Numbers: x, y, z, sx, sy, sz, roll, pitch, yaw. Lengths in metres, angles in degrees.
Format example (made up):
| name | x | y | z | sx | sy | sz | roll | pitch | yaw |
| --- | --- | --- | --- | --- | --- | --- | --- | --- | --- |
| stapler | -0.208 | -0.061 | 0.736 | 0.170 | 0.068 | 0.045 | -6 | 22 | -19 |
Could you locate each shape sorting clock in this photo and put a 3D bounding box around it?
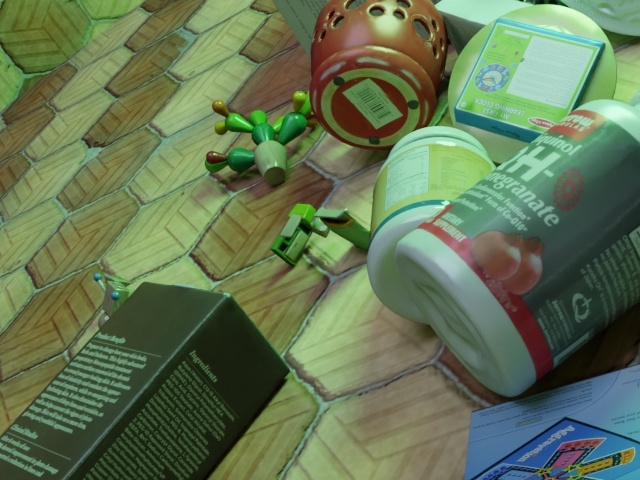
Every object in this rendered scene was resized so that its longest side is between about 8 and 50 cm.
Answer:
| name | x | y | z | sx | sy | sz | roll | pitch | yaw |
| --- | --- | --- | --- | --- | --- | --- | --- | --- | --- |
| shape sorting clock | 0.250 | -0.184 | 1.404 | 0.206 | 0.040 | 0.206 | -10 | 66 | 23 |

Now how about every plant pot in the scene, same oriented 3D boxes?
| name | x | y | z | sx | sy | sz | roll | pitch | yaw |
| --- | --- | --- | --- | --- | --- | --- | --- | --- | --- |
| plant pot | 0.073 | -0.230 | 1.609 | 0.191 | 0.191 | 0.174 | -19 | 37 | 29 |

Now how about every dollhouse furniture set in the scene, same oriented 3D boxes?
| name | x | y | z | sx | sy | sz | roll | pitch | yaw |
| --- | --- | --- | --- | --- | --- | --- | --- | --- | --- |
| dollhouse furniture set | 0.000 | 0.000 | 1.458 | 0.152 | 0.076 | 0.058 | 7 | 62 | 55 |

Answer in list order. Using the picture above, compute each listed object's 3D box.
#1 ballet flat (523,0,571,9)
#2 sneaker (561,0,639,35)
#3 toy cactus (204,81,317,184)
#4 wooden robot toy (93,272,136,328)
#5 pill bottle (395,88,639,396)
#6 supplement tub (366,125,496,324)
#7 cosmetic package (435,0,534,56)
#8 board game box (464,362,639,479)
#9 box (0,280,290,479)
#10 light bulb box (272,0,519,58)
| name | x | y | z | sx | sy | sz | roll | pitch | yaw |
| --- | --- | --- | --- | --- | --- | --- | --- | --- | --- |
| ballet flat | 0.313 | -0.364 | 1.681 | 0.070 | 0.070 | 0.188 | -29 | 26 | 14 |
| sneaker | 0.397 | -0.386 | 1.549 | 0.236 | 0.130 | 0.323 | -28 | 43 | -33 |
| toy cactus | -0.082 | -0.156 | 1.779 | 0.219 | 0.112 | 0.180 | -24 | 38 | 5 |
| wooden robot toy | -0.273 | 0.103 | 1.632 | 0.173 | 0.076 | 0.079 | 31 | 105 | 61 |
| pill bottle | 0.241 | -0.017 | 1.078 | 0.318 | 0.176 | 0.176 | -36 | 27 | -10 |
| supplement tub | 0.126 | -0.021 | 1.260 | 0.144 | 0.144 | 0.199 | -24 | 29 | 21 |
| cosmetic package | 0.243 | -0.272 | 1.575 | 0.060 | 0.099 | 0.239 | -39 | 28 | -5 |
| board game box | 0.247 | 0.162 | 0.958 | 0.281 | 0.027 | 0.145 | -21 | 30 | 26 |
| box | -0.231 | 0.226 | 1.288 | 0.191 | 0.143 | 0.381 | 5 | 49 | 52 |
| light bulb box | 0.152 | -0.483 | 1.875 | 0.361 | 0.225 | 0.358 | -12 | 35 | 40 |
